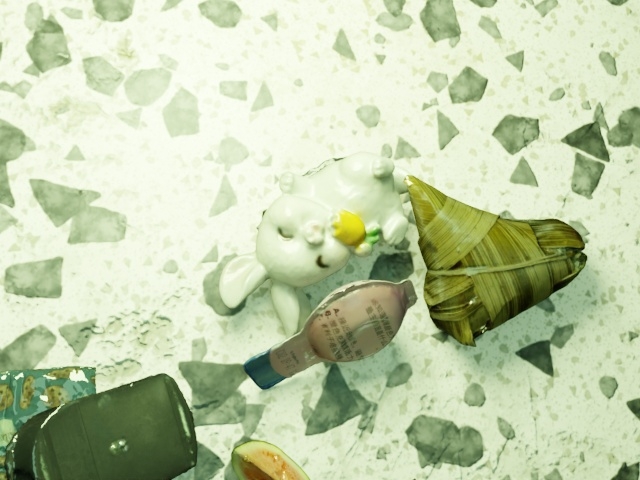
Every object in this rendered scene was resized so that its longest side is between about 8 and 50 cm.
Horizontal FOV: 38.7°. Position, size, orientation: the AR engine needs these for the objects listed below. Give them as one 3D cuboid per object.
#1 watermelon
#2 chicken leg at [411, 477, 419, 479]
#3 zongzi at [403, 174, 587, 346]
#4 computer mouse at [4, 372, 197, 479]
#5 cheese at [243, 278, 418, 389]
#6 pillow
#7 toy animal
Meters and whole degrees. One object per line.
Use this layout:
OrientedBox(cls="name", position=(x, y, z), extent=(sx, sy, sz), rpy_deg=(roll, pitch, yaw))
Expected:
OrientedBox(cls="watermelon", position=(-0.073, 0.366, 1.367), extent=(0.163, 0.087, 0.069), rpy_deg=(41, 106, 0))
OrientedBox(cls="chicken leg", position=(0.131, 0.408, 1.421), extent=(0.036, 0.021, 0.083), rpy_deg=(39, 75, -12))
OrientedBox(cls="zongzi", position=(0.274, -0.019, 1.442), extent=(0.286, 0.134, 0.288), rpy_deg=(-28, 108, -19))
OrientedBox(cls="computer mouse", position=(-0.311, 0.299, 1.300), extent=(0.295, 0.087, 0.168), rpy_deg=(-14, 88, -44))
OrientedBox(cls="cheese", position=(0.020, 0.143, 1.387), extent=(0.286, 0.189, 0.074), rpy_deg=(-29, 49, 1))
OrientedBox(cls="pillow", position=(-0.417, 0.314, 1.327), extent=(0.188, 0.034, 0.256), rpy_deg=(-1, 78, -13))
OrientedBox(cls="toy animal", position=(-0.002, -0.007, 1.412), extent=(0.208, 0.154, 0.325), rpy_deg=(33, 96, -25))
